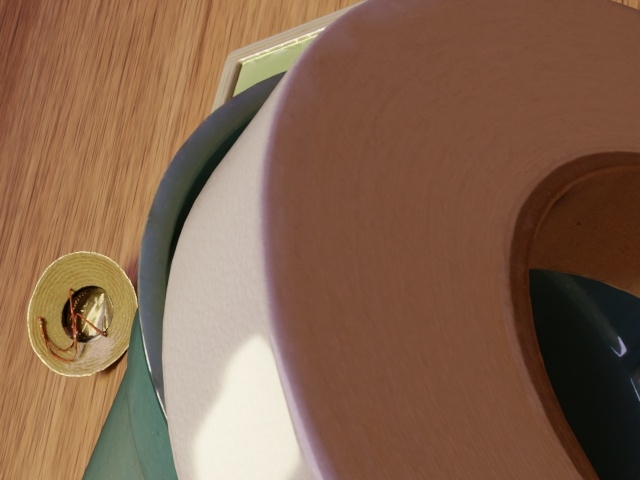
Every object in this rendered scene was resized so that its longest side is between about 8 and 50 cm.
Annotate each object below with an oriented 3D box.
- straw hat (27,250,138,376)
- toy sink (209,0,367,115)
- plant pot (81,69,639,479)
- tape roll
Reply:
[{"bbox_3d":[-0.256,0.083,1.866,0.144,0.144,0.061,-66,-20,7],"label":"straw hat"},{"bbox_3d":[-0.004,-0.042,1.228,0.153,0.131,0.234,-15,48,37],"label":"toy sink"},{"bbox_3d":[0.019,0.136,0.900,0.334,0.341,0.341,124,156,-49],"label":"plant pot"},{"bbox_3d":[0.132,0.071,0.576,0.072,0.392,0.392,-49,30,41],"label":"tape roll"}]
